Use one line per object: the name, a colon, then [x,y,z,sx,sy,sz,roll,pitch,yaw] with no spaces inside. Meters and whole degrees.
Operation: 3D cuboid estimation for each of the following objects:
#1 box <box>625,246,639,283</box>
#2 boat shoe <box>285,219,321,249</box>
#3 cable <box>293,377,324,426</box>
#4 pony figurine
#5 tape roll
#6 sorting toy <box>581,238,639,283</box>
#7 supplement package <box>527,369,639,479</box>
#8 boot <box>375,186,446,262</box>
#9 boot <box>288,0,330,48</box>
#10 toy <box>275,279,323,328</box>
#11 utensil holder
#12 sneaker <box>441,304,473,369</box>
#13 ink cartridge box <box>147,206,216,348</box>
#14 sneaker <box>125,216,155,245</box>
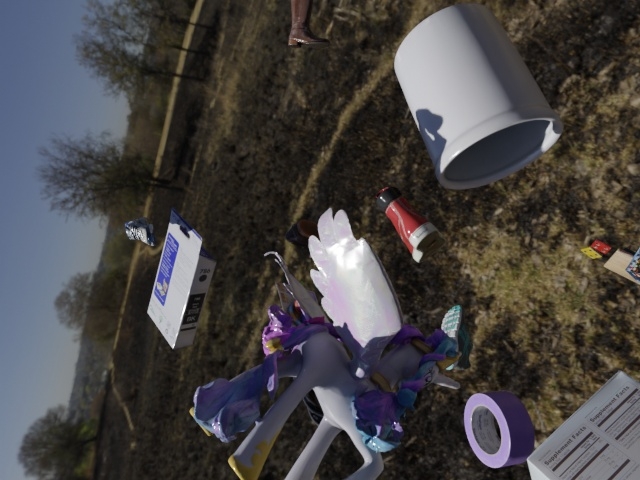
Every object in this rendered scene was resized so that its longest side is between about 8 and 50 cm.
box: [0.894,0.072,1.227,0.159,0.233,0.044,-57,22,-1]
boat shoe: [0.000,0.000,1.319,0.073,0.207,0.073,-39,44,36]
cable: [0.014,0.309,0.979,0.151,0.047,0.184,-2,106,40]
pony figurine: [0.009,0.174,0.688,0.364,0.350,0.303,-39,5,-22]
tape roll: [0.478,0.506,1.305,0.189,0.080,0.188,179,90,-70]
sorting toy: [0.937,0.067,1.453,0.046,0.275,0.132,-53,-24,-12]
supplement package: [0.452,0.359,0.630,0.198,0.199,0.263,-36,38,-12]
boot: [0.211,-0.044,1.168,0.088,0.244,0.176,-40,67,3]
boot: [-0.022,-0.501,1.104,0.037,0.107,0.114,-6,-76,-74]
toy: [-0.039,0.192,1.367,0.056,0.137,0.237,-60,29,21]
utensil holder: [0.404,-0.382,1.313,0.327,0.328,0.385,-48,54,52]
sneaker: [0.347,0.246,1.209,0.065,0.076,0.166,-29,44,60]
ink cartridge box: [-0.351,0.095,1.232,0.165,0.065,0.332,41,121,36]
sneaker: [-0.429,-0.017,1.145,0.135,0.058,0.052,25,118,54]
